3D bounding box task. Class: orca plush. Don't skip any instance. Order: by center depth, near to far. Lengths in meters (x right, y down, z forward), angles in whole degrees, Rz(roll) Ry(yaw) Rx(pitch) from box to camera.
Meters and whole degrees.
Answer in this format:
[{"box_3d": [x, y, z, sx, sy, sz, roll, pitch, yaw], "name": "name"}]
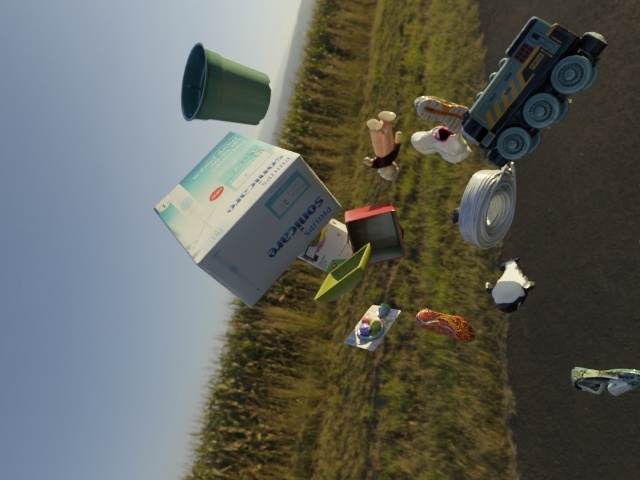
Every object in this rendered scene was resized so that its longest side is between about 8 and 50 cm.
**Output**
[{"box_3d": [0.640, 0.172, 1.478, 0.287, 0.151, 0.102, -65, -42, -64], "name": "orca plush"}]

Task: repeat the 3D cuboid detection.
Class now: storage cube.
[{"box_3d": [0.206, -0.028, 1.670, 0.193, 0.215, 0.183, -83, -21, -75], "name": "storage cube"}]

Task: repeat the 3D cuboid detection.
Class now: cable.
[{"box_3d": [0.546, -0.104, 1.427, 0.257, 0.089, 0.257, -43, -50, -22], "name": "cable"}]

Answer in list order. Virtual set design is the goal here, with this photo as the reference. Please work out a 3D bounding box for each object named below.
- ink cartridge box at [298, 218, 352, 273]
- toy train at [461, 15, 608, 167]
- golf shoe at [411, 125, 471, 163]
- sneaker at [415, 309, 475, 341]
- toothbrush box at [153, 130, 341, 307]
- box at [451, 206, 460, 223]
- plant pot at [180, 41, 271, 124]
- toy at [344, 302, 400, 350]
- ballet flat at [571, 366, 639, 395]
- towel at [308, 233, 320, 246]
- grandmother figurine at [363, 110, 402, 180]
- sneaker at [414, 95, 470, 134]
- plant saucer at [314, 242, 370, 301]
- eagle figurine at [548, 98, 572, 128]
[{"box_3d": [0.000, 0.000, 1.869, 0.201, 0.278, 0.117, -60, 9, 15], "name": "ink cartridge box"}, {"box_3d": [0.472, -0.335, 1.001, 0.142, 0.190, 0.334, -26, -25, -47], "name": "toy train"}, {"box_3d": [0.483, -0.421, 1.796, 0.115, 0.140, 0.306, -43, 39, -11], "name": "golf shoe"}, {"box_3d": [0.362, 0.248, 1.267, 0.067, 0.175, 0.064, 96, -162, -61], "name": "sneaker"}, {"box_3d": [-0.139, -0.054, 0.752, 0.216, 0.126, 0.295, -47, 37, -7], "name": "toothbrush box"}, {"box_3d": [0.488, -0.096, 1.475, 0.067, 0.083, 0.018, 84, 162, -58], "name": "box"}, {"box_3d": [-0.431, -0.693, 2.024, 0.341, 0.334, 0.341, -5, 83, 54], "name": "plant pot"}, {"box_3d": [0.207, 0.332, 1.754, 0.237, 0.137, 0.056, -41, -55, -41], "name": "toy"}, {"box_3d": [0.738, 0.368, 1.122, 0.188, 0.070, 0.070, 149, 136, -63], "name": "ballet flat"}, {"box_3d": [-0.153, -0.036, 1.600, 0.324, 0.312, 0.056, 110, 160, -75], "name": "towel"}, {"box_3d": [0.279, -0.386, 1.895, 0.104, 0.208, 0.342, 60, 179, 36], "name": "grandmother figurine"}, {"box_3d": [0.385, -0.397, 1.351, 0.084, 0.215, 0.083, -62, 24, 25], "name": "sneaker"}, {"box_3d": [0.083, 0.110, 1.356, 0.188, 0.045, 0.188, -40, 6, 26], "name": "plant saucer"}, {"box_3d": [0.839, -0.531, 1.730, 0.298, 0.225, 0.226, -49, 14, 4], "name": "eagle figurine"}]
